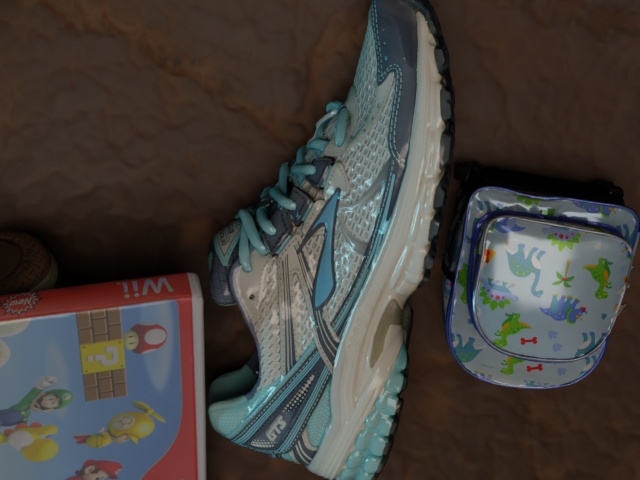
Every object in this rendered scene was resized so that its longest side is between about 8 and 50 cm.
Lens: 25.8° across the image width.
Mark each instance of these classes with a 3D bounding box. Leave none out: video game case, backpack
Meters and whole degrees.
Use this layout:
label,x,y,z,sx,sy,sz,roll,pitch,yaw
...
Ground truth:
label,x,y,z,sx,sy,sz,roll,pitch,yaw
video game case,-0.205,0.113,0.758,0.285,0.025,0.204,-7,132,-11
backpack,0.118,0.026,0.776,0.105,0.084,0.114,9,109,-1

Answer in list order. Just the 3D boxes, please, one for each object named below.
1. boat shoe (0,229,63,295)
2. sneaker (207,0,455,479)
label,x,y,z,sx,sy,sz,roll,pitch,yaw
boat shoe,-0.253,0.084,0.798,0.258,0.095,0.095,-25,129,6
sneaker,0.000,0.000,0.756,0.122,0.110,0.283,10,106,0
